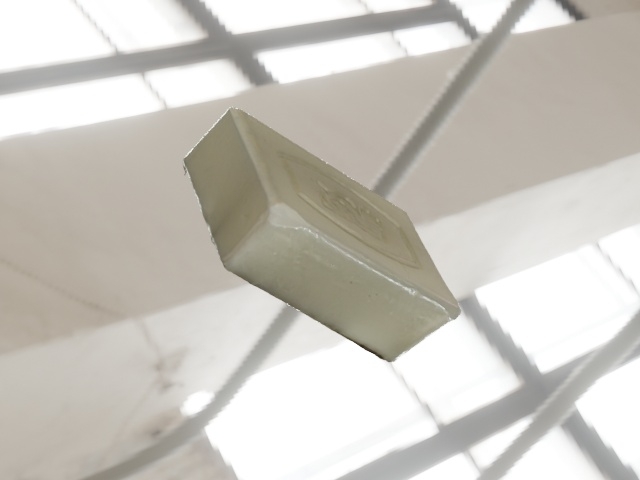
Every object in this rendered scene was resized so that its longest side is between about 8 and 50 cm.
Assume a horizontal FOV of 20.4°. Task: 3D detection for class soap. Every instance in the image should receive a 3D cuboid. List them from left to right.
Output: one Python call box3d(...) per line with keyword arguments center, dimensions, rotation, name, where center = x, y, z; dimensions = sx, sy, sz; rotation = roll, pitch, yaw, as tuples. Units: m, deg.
box3d(center=(0.000, 0.000, 1.192), dimensions=(0.064, 0.183, 0.121), rotation=(-45, -140, 18), name="soap")
